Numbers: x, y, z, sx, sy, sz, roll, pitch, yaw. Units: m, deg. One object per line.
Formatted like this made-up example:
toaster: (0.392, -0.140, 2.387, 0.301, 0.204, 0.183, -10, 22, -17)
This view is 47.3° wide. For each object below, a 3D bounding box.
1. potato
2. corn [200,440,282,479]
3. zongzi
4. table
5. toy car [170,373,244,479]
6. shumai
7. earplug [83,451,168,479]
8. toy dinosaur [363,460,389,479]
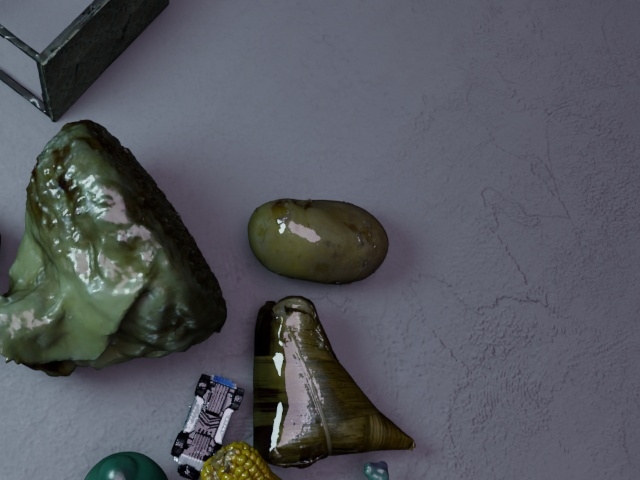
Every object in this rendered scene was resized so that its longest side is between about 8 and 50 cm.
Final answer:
potato: (0.000, 0.000, 1.305, 0.262, 0.165, 0.165, 7, 74, -15)
corn: (-0.073, 0.436, 1.161, 0.102, 0.102, 0.313, -46, 116, -20)
zongzi: (0.027, 0.240, 1.259, 0.288, 0.134, 0.286, 2, 81, -14)
table: (-0.469, -0.446, 1.272, 0.272, 0.222, 0.335, 37, 69, -2)
toy car: (-0.192, 0.312, 1.220, 0.080, 0.070, 0.171, 22, 69, -8)
shumai: (-0.366, 0.056, 1.144, 0.348, 0.395, 0.395, -37, 87, 1)
earplug: (-0.248, 0.436, 1.125, 0.257, 0.280, 0.164, -5, 34, 10)
toy dinosaur: (0.133, 0.604, 1.209, 0.383, 0.129, 0.331, 47, 59, -20)
